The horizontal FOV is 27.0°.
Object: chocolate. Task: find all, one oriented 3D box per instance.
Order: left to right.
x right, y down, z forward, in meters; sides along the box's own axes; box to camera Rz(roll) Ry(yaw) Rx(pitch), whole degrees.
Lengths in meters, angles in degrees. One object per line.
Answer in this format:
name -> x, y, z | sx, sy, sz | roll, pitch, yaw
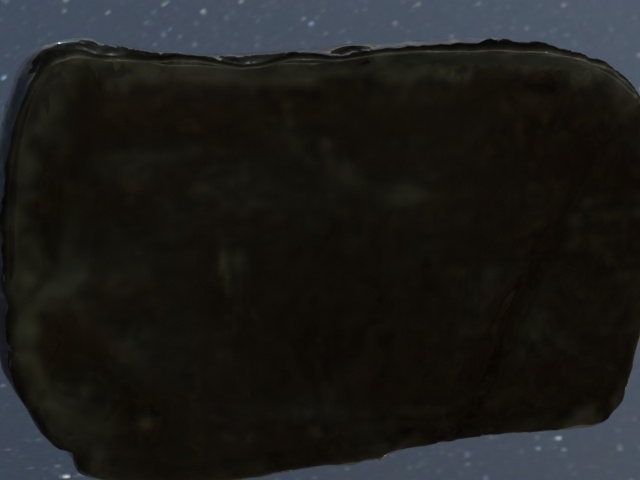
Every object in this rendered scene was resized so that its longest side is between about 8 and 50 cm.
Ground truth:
chocolate -> -0.001, -0.002, 0.502 | 0.254, 0.080, 0.157 | -4, -74, -23
